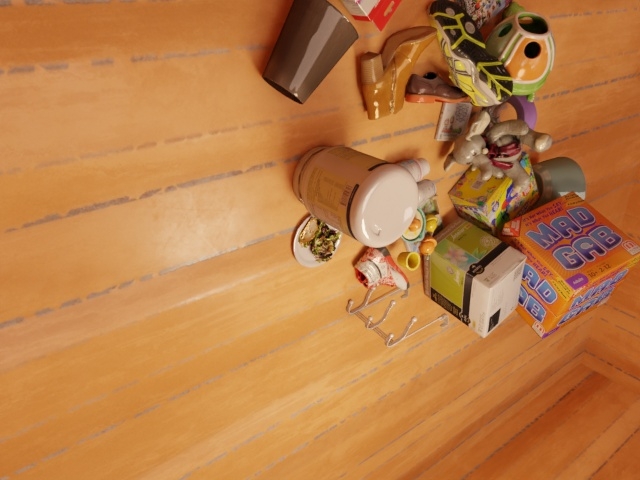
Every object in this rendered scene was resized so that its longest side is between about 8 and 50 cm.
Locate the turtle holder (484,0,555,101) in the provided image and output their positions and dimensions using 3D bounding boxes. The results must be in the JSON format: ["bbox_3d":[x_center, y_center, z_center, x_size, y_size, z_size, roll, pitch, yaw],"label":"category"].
[{"bbox_3d":[0.680,-0.650,1.707,0.320,0.243,0.227,-54,164,-30],"label":"turtle holder"}]

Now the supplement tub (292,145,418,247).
[{"bbox_3d":[0.091,-0.140,1.452,0.235,0.325,0.235,-19,122,-32],"label":"supplement tub"}]

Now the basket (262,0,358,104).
[{"bbox_3d":[-0.039,-0.482,1.295,0.204,0.154,0.227,29,95,-44],"label":"basket"}]

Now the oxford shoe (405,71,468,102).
[{"bbox_3d":[0.400,-0.510,1.684,0.271,0.097,0.098,-12,112,-36],"label":"oxford shoe"}]

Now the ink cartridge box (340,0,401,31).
[{"bbox_3d":[0.114,-0.692,1.359,0.231,0.078,0.134,34,89,-44],"label":"ink cartridge box"}]

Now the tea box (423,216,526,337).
[{"bbox_3d":[0.595,0.143,1.993,0.220,0.323,0.329,-37,141,-21],"label":"tea box"}]

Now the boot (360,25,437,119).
[{"bbox_3d":[0.245,-0.513,1.558,0.295,0.104,0.211,-33,135,-17],"label":"boot"}]

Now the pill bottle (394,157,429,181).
[{"bbox_3d":[0.298,-0.233,1.744,0.160,0.087,0.087,-24,125,-29],"label":"pill bottle"}]

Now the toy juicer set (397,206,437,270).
[{"bbox_3d":[0.350,-0.073,1.822,0.209,0.089,0.329,-23,107,-30],"label":"toy juicer set"}]

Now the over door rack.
[{"bbox_3d":[0.294,0.258,1.891,0.324,0.239,0.108,-12,124,-35],"label":"over door rack"}]

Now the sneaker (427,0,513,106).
[{"bbox_3d":[0.449,-0.582,1.618,0.145,0.147,0.384,-43,103,-25],"label":"sneaker"}]

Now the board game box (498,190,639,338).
[{"bbox_3d":[0.940,0.097,2.002,0.356,0.356,0.356,-24,145,-16],"label":"board game box"}]

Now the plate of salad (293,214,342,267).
[{"bbox_3d":[0.000,0.000,1.642,0.200,0.048,0.199,-19,122,-33],"label":"plate of salad"}]

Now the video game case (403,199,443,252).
[{"bbox_3d":[0.387,-0.065,1.949,0.193,0.023,0.212,-41,132,-16],"label":"video game case"}]

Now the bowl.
[{"bbox_3d":[0.974,-0.216,2.203,0.163,0.311,0.311,2,112,-20],"label":"bowl"}]

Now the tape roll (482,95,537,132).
[{"bbox_3d":[0.705,-0.461,1.895,0.080,0.189,0.189,-17,122,-34],"label":"tape roll"}]

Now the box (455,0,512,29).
[{"bbox_3d":[0.545,-0.816,1.680,0.233,0.044,0.159,-43,133,-15],"label":"box"}]

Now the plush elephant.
[{"bbox_3d":[0.590,-0.317,1.782,0.255,0.330,0.272,-28,157,-20],"label":"plush elephant"}]

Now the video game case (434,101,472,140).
[{"bbox_3d":[0.488,-0.435,1.844,0.157,0.019,0.143,-7,117,-38],"label":"video game case"}]

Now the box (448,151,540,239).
[{"bbox_3d":[0.710,-0.185,2.053,0.290,0.177,0.279,-50,135,-8],"label":"box"}]

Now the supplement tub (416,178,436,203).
[{"bbox_3d":[0.350,-0.170,1.773,0.107,0.071,0.071,-25,126,-38],"label":"supplement tub"}]

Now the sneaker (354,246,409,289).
[{"bbox_3d":[0.222,0.135,1.871,0.145,0.090,0.270,-46,130,-10],"label":"sneaker"}]

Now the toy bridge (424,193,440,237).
[{"bbox_3d":[0.430,-0.094,1.935,0.063,0.026,0.188,-16,121,-36],"label":"toy bridge"}]
